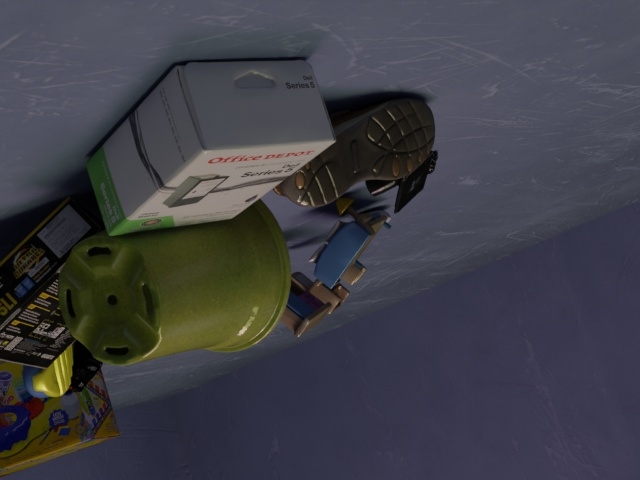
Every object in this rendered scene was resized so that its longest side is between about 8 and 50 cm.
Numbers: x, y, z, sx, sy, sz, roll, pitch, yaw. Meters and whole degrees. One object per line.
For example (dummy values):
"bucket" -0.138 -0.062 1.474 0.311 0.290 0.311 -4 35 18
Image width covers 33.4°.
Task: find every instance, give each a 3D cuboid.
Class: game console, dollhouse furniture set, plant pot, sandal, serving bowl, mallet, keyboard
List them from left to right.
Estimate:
"sandal" -0.520 0.190 1.952 0.138 0.126 0.317 -1 -161 -9
"game console" -0.383 0.121 1.998 0.044 0.213 0.361 28 126 -21
"plant pot" -0.222 0.059 1.519 0.276 0.276 0.254 -25 178 31
"dollhouse furniture set" 0.000 0.000 2.207 0.303 0.198 0.286 -54 170 21
"serving bowl" 0.108 -0.046 2.278 0.083 0.027 0.083 -17 169 -3
"mallet" 0.152 -0.114 2.025 0.062 0.039 0.190 -28 170 29
"keyboard" 0.176 -0.118 1.969 0.108 0.023 0.180 -43 168 -14

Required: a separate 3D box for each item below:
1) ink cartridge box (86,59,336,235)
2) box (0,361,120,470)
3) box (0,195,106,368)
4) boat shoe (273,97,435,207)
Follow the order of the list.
"ink cartridge box" -0.143 -0.114 1.344 0.198 0.114 0.273 -9 166 -38
"box" -0.629 0.337 2.299 0.290 0.279 0.177 -21 169 7
"box" -0.412 0.077 1.668 0.257 0.079 0.322 -47 169 -4
"boat shoe" 0.040 -0.142 1.562 0.324 0.123 0.116 -20 -154 -41
